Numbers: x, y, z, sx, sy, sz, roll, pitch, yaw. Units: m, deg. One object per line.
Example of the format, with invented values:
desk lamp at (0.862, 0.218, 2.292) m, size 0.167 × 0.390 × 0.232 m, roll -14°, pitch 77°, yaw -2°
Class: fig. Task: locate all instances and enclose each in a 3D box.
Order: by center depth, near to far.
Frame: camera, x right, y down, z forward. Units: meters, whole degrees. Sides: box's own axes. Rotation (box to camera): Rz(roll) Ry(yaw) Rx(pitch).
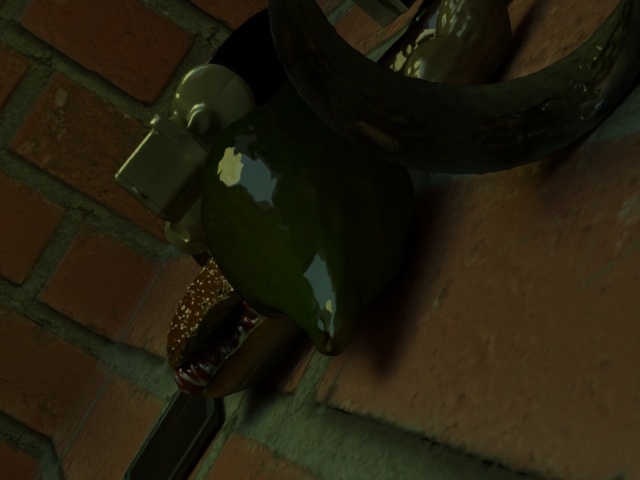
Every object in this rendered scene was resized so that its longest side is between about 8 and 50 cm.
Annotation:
fig at (0.000, 0.000, 1.032) m, size 0.206 × 0.206 × 0.275 m, roll -54°, pitch 26°, yaw 19°

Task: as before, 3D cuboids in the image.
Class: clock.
clock at (-0.091, -0.110, 1.296) m, size 0.276 × 0.120 × 0.379 m, roll -50°, pitch -9°, yaw -3°

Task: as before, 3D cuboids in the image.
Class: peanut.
peanut at (0.130, -0.174, 1.111) m, size 0.187 × 0.082 × 0.082 m, roll -62°, pitch 12°, yaw -16°

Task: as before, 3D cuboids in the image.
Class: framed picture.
framed picture at (-0.191, 0.264, 1.490) m, size 0.231 × 0.018 × 0.293 m, roll -57°, pitch 12°, yaw 7°

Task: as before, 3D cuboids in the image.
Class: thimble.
thimble at (0.102, -0.189, 0.836) m, size 0.271 × 0.271 × 0.150 m, roll -50°, pitch 16°, yaw 34°

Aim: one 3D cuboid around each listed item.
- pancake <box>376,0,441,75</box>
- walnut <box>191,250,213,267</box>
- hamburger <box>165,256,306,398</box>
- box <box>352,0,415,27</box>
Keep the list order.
pancake at (0.146, -0.282, 1.371) m, size 0.305 × 0.067 × 0.427 m, roll -63°, pitch 10°, yaw -28°
walnut at (-0.124, -0.023, 1.657) m, size 0.245 × 0.137 × 0.137 m, roll -44°, pitch 19°, yaw 53°
hamburger at (-0.084, 0.069, 1.252) m, size 0.210 × 0.116 × 0.173 m, roll -51°, pitch 29°, yaw 30°
box at (0.119, -0.383, 1.477) m, size 0.200 × 0.106 × 0.299 m, roll -50°, pitch 5°, yaw 3°
